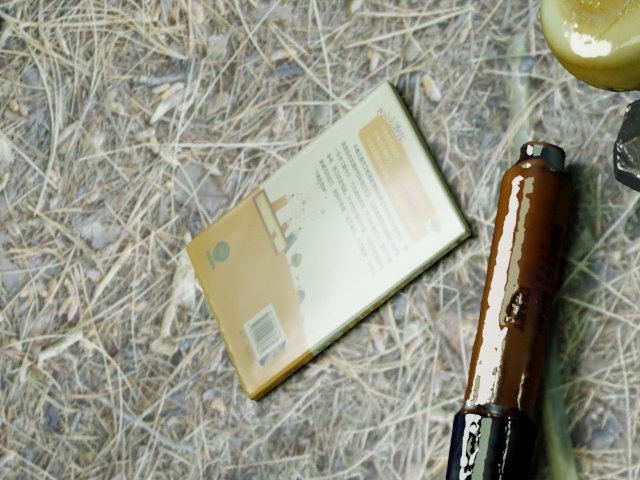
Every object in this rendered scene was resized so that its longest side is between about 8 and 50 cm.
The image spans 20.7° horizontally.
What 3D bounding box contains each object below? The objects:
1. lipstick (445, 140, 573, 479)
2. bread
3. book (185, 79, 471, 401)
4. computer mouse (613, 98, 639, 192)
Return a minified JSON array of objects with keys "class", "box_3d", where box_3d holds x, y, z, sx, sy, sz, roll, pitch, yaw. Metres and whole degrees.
[{"class":"lipstick","box_3d":[0.168,0.113,1.585,0.077,0.077,0.419,1,74,38]},{"class":"bread","box_3d":[0.301,-0.232,1.589,0.213,0.104,0.213,-20,56,32]},{"class":"book","box_3d":[0.000,0.000,1.791,0.295,0.020,0.208,-38,54,21]},{"class":"computer mouse","box_3d":[0.338,-0.097,1.547,0.172,0.057,0.099,-33,54,10]}]
